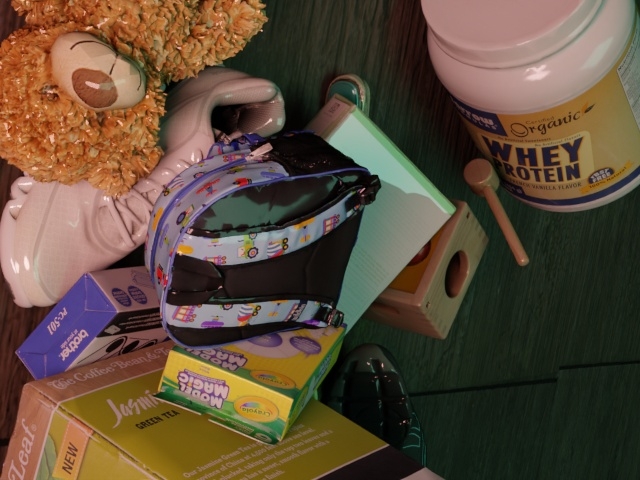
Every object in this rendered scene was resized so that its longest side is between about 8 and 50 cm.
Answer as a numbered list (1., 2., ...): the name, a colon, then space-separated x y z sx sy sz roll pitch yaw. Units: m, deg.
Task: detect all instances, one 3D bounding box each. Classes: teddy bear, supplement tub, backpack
1. teddy bear: -0.140 -0.203 1.032 0.338 0.113 0.245 -57 131 -28
2. supplement tub: 0.253 -0.198 1.558 0.228 0.228 0.316 -64 146 -19
3. backpack: -0.061 -0.001 1.054 0.173 0.117 0.158 -12 129 -38

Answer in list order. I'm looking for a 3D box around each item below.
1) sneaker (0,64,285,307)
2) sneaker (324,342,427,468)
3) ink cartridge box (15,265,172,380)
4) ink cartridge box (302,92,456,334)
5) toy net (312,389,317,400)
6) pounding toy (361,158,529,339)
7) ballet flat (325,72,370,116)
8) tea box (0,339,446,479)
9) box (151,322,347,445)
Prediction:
1. sneaker: -0.139 -0.053 1.111 0.292 0.118 0.110 -50 141 -33
2. sneaker: 0.067 0.220 1.578 0.106 0.101 0.267 -68 154 -57
3. ink cartridge box: -0.146 0.066 1.145 0.097 0.046 0.207 -46 163 21
4. ink cartridge box: 0.000 0.000 1.359 0.235 0.056 0.171 -48 122 -2
5. toy net: -0.077 0.238 1.382 0.122 0.045 0.232 24 81 -58
6. pounding toy: 0.126 -0.011 1.474 0.206 0.181 0.094 -64 146 -19
7. ballet flat: 0.029 -0.086 1.418 0.052 0.057 0.168 -18 118 -68
8. tea box: -0.083 0.298 1.080 0.220 0.324 0.329 -13 126 -54
9. box: -0.054 0.095 1.090 0.179 0.105 0.043 -51 160 -64
